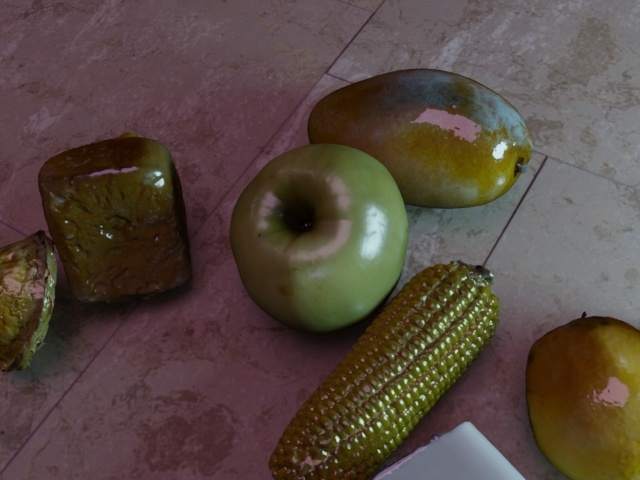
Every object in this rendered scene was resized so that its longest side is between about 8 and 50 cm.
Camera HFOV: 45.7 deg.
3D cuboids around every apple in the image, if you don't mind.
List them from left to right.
[{"bbox_3d":[0.000,0.000,1.060,0.262,0.262,0.262,-4,57,6],"label":"apple"}]

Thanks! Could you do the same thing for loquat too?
[{"bbox_3d":[0.347,0.194,0.935,0.187,0.176,0.234,3,59,-10],"label":"loquat"}]

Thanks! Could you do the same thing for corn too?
[{"bbox_3d":[0.092,0.182,0.997,0.144,0.144,0.387,35,73,26],"label":"corn"}]

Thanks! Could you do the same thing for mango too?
[{"bbox_3d":[0.138,-0.164,1.183,0.384,0.199,0.221,17,66,32],"label":"mango"}]

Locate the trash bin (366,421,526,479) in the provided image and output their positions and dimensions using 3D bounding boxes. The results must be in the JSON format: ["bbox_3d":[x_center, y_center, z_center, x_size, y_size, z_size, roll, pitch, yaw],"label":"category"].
[{"bbox_3d":[0.194,0.385,0.770,0.256,0.296,0.368,-30,52,-10],"label":"trash bin"}]

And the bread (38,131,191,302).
[{"bbox_3d":[-0.301,-0.031,1.141,0.195,0.246,0.176,-9,31,-7],"label":"bread"}]

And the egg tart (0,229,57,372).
[{"bbox_3d":[-0.451,0.086,1.105,0.212,0.090,0.212,-16,68,46],"label":"egg tart"}]
